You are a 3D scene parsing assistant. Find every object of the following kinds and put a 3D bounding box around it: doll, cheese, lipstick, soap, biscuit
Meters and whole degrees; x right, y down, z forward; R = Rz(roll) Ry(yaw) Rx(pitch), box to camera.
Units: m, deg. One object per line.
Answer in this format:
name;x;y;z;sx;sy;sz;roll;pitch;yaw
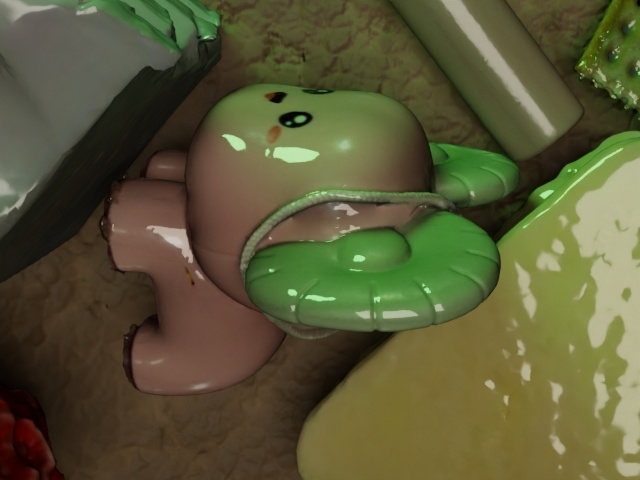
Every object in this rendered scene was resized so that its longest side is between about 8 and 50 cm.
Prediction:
doll;0.000;0.000;0.767;0.268;0.284;0.216;2;116;16
cheese;0.202;0.092;0.802;0.384;0.104;0.384;2;96;15
lipstick;0.098;-0.178;0.830;0.070;0.070;0.254;-39;100;2
soap;-0.297;-0.178;0.677;0.435;0.350;0.213;38;102;-7
biscuit;0.319;-0.120;0.861;0.231;0.016;0.139;34;72;-9

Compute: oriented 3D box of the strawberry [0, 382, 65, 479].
strawberry;-0.364;0.175;0.775;0.345;0.317;0.295;37;53;22
